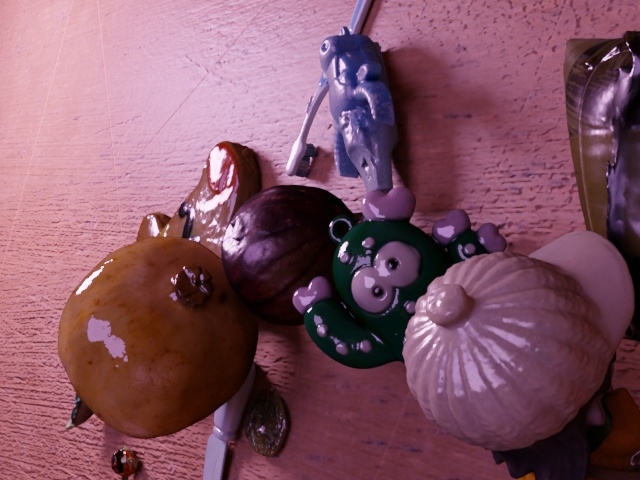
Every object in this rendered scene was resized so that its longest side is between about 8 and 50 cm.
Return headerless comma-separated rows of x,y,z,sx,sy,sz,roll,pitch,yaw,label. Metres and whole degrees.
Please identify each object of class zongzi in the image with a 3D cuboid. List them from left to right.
0.313,-0.063,0.889,0.317,0.154,0.289,-109,20,-75,zongzi

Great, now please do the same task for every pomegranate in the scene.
-0.230,0.145,1.280,0.307,0.307,0.307,-13,73,49,pomegranate

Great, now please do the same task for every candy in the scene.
-0.368,0.480,1.651,0.055,0.049,0.184,8,98,58,candy

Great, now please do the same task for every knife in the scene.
-0.166,0.340,1.433,0.080,0.044,0.331,30,110,53,knife

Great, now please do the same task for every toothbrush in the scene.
0.026,-0.273,1.311,0.040,0.040,0.386,36,110,48,toothbrush

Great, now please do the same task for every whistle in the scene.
0.057,-0.180,1.215,0.180,0.093,0.269,123,141,-62,whistle

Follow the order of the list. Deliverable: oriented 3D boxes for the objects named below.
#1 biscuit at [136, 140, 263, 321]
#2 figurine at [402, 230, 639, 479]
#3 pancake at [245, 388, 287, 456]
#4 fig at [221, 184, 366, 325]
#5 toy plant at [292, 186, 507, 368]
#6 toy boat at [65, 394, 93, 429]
-0.223,0.059,1.522,0.394,0.076,0.368,-36,56,41,biscuit
0.199,0.160,0.787,0.185,0.204,0.332,1,118,48,figurine
-0.084,0.284,1.352,0.108,0.017,0.108,-18,67,51,pancake
-0.016,-0.005,1.207,0.249,0.186,0.203,-36,38,32,fig
0.096,0.057,1.072,0.243,0.112,0.232,24,91,19,toy plant
-0.450,0.245,1.743,0.099,0.108,0.293,9,96,19,toy boat
